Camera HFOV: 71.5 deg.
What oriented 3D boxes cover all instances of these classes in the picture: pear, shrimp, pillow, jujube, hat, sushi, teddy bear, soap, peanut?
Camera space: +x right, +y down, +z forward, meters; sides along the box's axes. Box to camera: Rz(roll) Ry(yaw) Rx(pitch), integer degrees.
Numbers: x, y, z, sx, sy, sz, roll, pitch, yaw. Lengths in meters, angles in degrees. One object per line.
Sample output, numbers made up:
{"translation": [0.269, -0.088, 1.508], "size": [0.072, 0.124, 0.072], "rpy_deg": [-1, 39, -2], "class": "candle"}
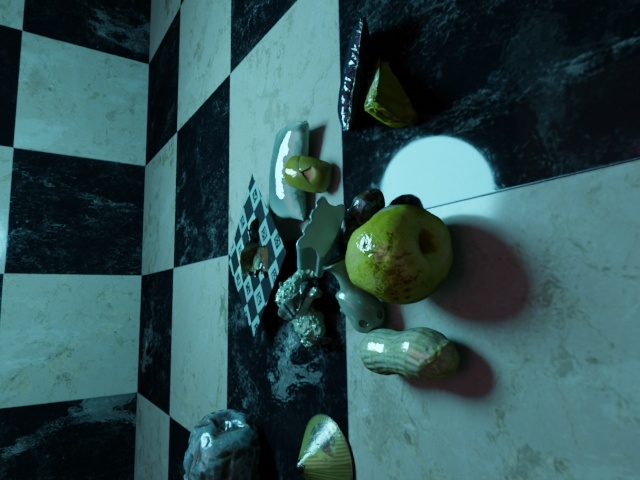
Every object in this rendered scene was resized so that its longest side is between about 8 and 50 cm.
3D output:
{"translation": [0.123, 0.023, 0.732], "size": [0.178, 0.178, 0.178], "rpy_deg": [-9, 79, 56], "class": "pear"}
{"translation": [0.079, 0.003, 0.886], "size": [0.090, 0.079, 0.233], "rpy_deg": [36, 125, 35], "class": "shrimp"}
{"translation": [-0.075, -0.168, 1.127], "size": [0.144, 0.078, 0.254], "rpy_deg": [6, 93, 52], "class": "pillow"}
{"translation": [-0.269, 0.639, 1.225], "size": [0.226, 0.226, 0.317], "rpy_deg": [12, 102, 56], "class": "jujube"}
{"translation": [-0.015, 0.483, 0.966], "size": [0.193, 0.082, 0.193], "rpy_deg": [-7, 81, 55], "class": "hat"}
{"translation": [-0.159, 0.043, 1.249], "size": [0.320, 0.068, 0.339], "rpy_deg": [61, 140, 42], "class": "sushi"}
{"translation": [-0.046, 0.152, 1.021], "size": [0.133, 0.111, 0.213], "rpy_deg": [-51, 45, 46], "class": "teddy bear"}
{"translation": [0.000, 0.000, 0.904], "size": [0.198, 0.063, 0.115], "rpy_deg": [96, -162, -75], "class": "soap"}
{"translation": [0.143, 0.190, 0.755], "size": [0.206, 0.087, 0.087], "rpy_deg": [-16, 74, 55], "class": "peanut"}
{"translation": [0.069, -0.330, 0.914], "size": [0.141, 0.055, 0.208], "rpy_deg": [-79, -1, -76], "class": "pillow"}

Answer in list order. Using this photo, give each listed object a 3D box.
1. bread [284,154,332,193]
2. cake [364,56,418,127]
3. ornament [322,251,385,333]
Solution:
{"translation": [-0.031, -0.155, 1.035], "size": [0.115, 0.056, 0.082], "rpy_deg": [20, 97, 13], "class": "bread"}
{"translation": [0.104, -0.278, 0.847], "size": [0.080, 0.116, 0.185], "rpy_deg": [-48, 54, 45], "class": "cake"}
{"translation": [0.065, 0.106, 0.853], "size": [0.081, 0.075, 0.156], "rpy_deg": [-27, 96, 17], "class": "ornament"}
